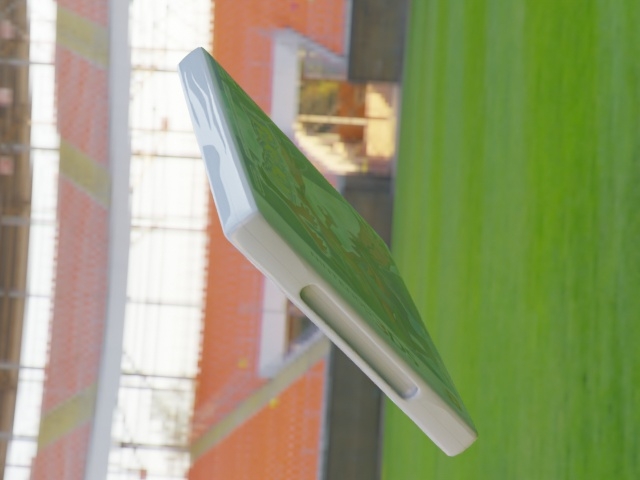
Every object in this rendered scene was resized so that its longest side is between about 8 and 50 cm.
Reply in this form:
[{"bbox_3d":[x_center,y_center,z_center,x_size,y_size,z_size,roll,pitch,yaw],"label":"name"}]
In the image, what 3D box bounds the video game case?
[{"bbox_3d":[0.000,0.000,0.734,0.183,0.023,0.201,46,-169,-30],"label":"video game case"}]
